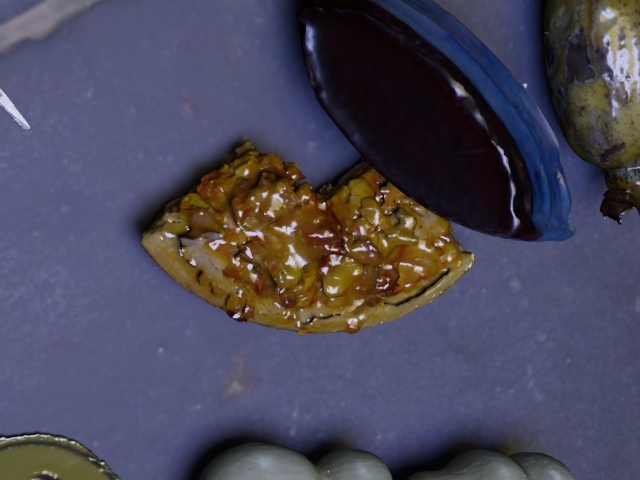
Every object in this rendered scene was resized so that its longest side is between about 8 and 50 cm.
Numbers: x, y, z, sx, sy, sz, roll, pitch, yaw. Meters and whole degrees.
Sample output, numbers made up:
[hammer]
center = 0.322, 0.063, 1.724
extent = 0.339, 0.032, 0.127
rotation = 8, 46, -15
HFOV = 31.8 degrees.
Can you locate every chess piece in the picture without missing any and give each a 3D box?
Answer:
[chess piece]
center = 0.046, 0.254, 0.963
extent = 0.330, 0.182, 0.182
rotation = 11, 95, -19

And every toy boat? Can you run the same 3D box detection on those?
[toy boat]
center = 0.095, -0.111, 0.914
extent = 0.309, 0.142, 0.129
rotation = 46, 120, 2

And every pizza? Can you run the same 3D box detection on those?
[pizza]
center = 0.000, 0.000, 0.931
extent = 0.305, 0.085, 0.161
rotation = 3, 97, -25

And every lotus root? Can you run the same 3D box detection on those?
[lotus root]
center = 0.280, -0.136, 1.001
extent = 0.154, 0.154, 0.278
rotation = -17, 105, -20

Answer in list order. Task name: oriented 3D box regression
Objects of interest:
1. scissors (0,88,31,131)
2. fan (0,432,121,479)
[scissors]
center = -0.246, -0.114, 0.846
extent = 0.036, 0.006, 0.083
rotation = -44, 113, -13
[fan]
center = -0.229, 0.297, 0.924
extent = 0.229, 0.011, 0.335
rotation = -44, 111, -11
